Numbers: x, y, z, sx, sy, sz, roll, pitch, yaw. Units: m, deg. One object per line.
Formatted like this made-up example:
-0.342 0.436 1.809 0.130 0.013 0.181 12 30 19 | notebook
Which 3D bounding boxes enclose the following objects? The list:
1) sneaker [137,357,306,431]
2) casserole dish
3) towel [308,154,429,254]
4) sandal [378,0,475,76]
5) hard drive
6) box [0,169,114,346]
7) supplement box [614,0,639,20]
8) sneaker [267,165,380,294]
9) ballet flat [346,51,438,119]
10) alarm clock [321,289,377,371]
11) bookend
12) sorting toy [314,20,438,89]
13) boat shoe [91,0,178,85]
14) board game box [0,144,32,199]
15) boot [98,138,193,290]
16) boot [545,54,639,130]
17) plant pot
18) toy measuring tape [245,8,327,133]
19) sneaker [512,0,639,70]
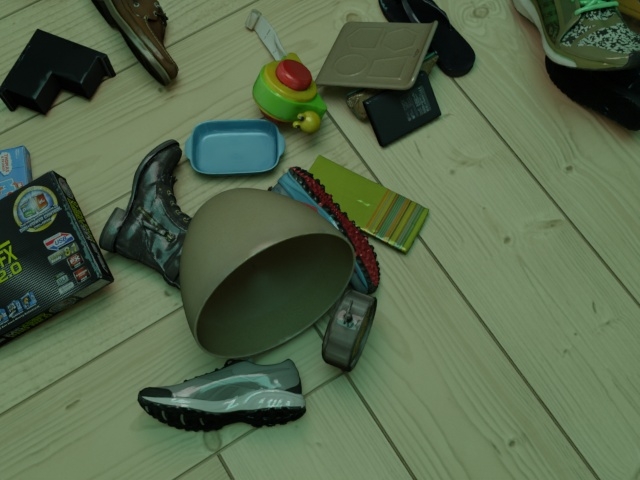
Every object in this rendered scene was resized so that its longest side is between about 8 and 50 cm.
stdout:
-0.162 0.249 1.269 0.271 0.100 0.108 -2 58 -6 | sneaker
-0.160 -0.171 1.459 0.188 0.037 0.114 -2 68 -1 | casserole dish
0.076 -0.068 1.425 0.237 0.021 0.102 28 68 11 | towel
0.219 -0.438 1.549 0.097 0.054 0.254 -39 73 -13 | sandal
0.155 -0.250 1.464 0.135 0.022 0.094 -29 113 -11 | hard drive
-0.522 0.040 1.330 0.270 0.060 0.216 -29 78 1 | box
0.676 -0.447 1.490 0.080 0.078 0.233 -17 45 -43 | supplement box
0.000 0.000 1.372 0.125 0.104 0.262 -40 84 24 | sneaker
0.147 -0.294 1.497 0.206 0.073 0.067 -28 98 -7 | ballet flat
0.044 0.138 1.250 0.064 0.192 0.129 20 69 10 | alarm clock
-0.509 -0.306 1.498 0.157 0.072 0.156 20 71 8 | bookend
0.108 -0.352 1.483 0.208 0.038 0.193 5 52 25 | sorting toy
-0.356 -0.440 1.528 0.104 0.111 0.307 -34 72 -11 | boat shoe
-0.640 -0.079 1.427 0.211 0.039 0.160 -13 69 -3 | board game box
-0.244 -0.031 1.388 0.228 0.091 0.263 25 75 5 | boot
0.587 -0.332 1.485 0.207 0.094 0.246 -35 60 -22 | boot
-0.113 0.025 1.244 0.284 0.284 0.191 -30 59 -11 | plant pot
-0.097 -0.326 1.470 0.121 0.121 0.330 -26 64 -9 | toy measuring tape
0.471 -0.455 1.418 0.157 0.182 0.410 -13 45 -9 | sneaker
